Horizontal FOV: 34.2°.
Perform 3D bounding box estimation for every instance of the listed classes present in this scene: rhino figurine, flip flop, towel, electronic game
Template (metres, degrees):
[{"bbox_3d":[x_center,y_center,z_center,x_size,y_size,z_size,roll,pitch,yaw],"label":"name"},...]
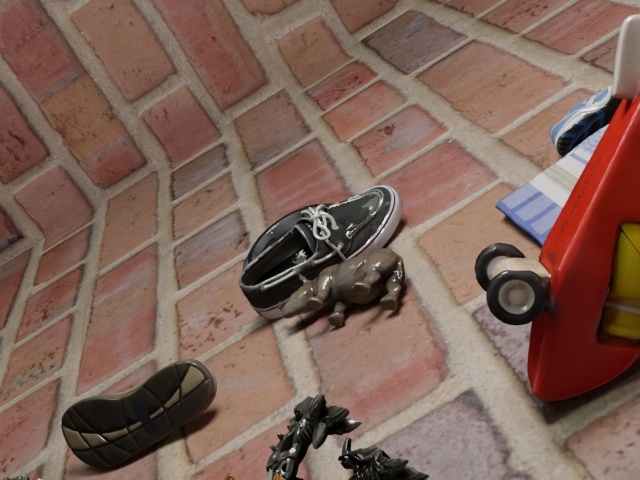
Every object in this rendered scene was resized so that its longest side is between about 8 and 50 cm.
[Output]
[{"bbox_3d":[0.027,0.075,1.575,0.243,0.073,0.106,-18,28,38],"label":"rhino figurine"},{"bbox_3d":[-0.269,0.256,1.569,0.277,0.112,0.080,-29,-6,17],"label":"flip flop"},{"bbox_3d":[0.401,-0.092,1.468,0.285,0.034,0.209,-34,22,1],"label":"towel"},{"bbox_3d":[-0.038,0.011,1.849,0.229,0.048,0.229,-24,29,14],"label":"electronic game"}]

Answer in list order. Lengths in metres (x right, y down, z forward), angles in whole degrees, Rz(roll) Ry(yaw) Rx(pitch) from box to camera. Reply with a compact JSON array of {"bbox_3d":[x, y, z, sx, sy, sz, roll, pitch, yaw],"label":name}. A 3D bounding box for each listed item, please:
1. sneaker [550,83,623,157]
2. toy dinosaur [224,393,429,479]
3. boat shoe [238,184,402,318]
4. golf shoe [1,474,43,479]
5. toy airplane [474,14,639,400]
[{"bbox_3d":[0.443,-0.205,1.597,0.211,0.080,0.081,-30,23,3],"label":"sneaker"},{"bbox_3d":[-0.022,0.284,1.074,0.322,0.164,0.218,20,69,39],"label":"toy dinosaur"},{"bbox_3d":[-0.002,-0.002,1.699,0.306,0.105,0.113,-34,47,-3],"label":"boat shoe"},{"bbox_3d":[-0.453,0.416,1.491,0.273,0.105,0.120,-24,37,37],"label":"golf shoe"},{"bbox_3d":[0.361,-0.041,1.068,0.386,0.272,0.384,-65,3,-34],"label":"toy airplane"}]
